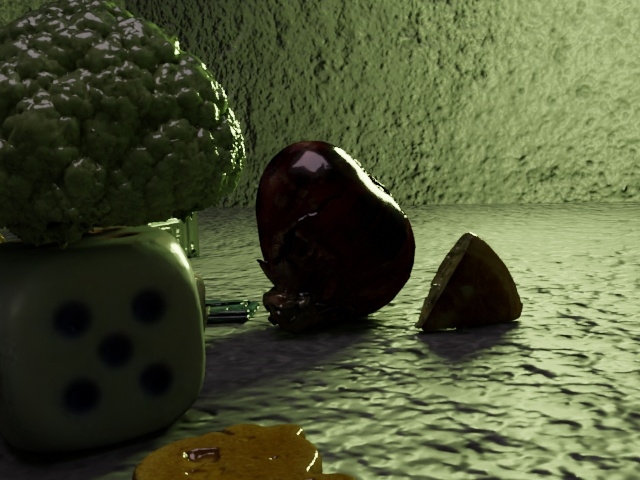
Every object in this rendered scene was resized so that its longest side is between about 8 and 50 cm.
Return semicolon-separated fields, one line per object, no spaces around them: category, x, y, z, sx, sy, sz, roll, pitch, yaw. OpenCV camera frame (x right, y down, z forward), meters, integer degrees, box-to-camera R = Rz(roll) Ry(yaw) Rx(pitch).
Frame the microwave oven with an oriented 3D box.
microwave oven;-0.384;-0.015;1.769;0.129;0.163;0.205;0;10;37

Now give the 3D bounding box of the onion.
onion;0.013;-0.014;1.130;0.281;0.281;0.221;-9;5;-31

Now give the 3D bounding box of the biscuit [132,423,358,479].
biscuit;-0.063;0.186;0.547;0.184;0.035;0.249;-5;7;-9

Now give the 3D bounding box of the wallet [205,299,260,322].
wallet;-0.166;0.108;1.221;0.129;0.026;0.088;-3;8;8

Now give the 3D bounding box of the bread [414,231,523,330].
bread;0.197;0.051;1.037;0.154;0.136;0.054;-10;26;-14

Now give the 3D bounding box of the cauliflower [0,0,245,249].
cauliflower;-0.233;-0.086;0.753;0.272;0.275;0.250;-38;-20;-18

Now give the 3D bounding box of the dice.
dice;-0.234;0.090;0.780;0.192;0.194;0.193;-11;8;-30

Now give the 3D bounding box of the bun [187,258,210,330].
bun;-0.266;0.080;1.052;0.244;0.153;0.244;-4;12;1

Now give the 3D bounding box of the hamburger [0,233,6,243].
hamburger;-0.541;0.062;1.039;0.163;0.244;0.244;17;20;42
